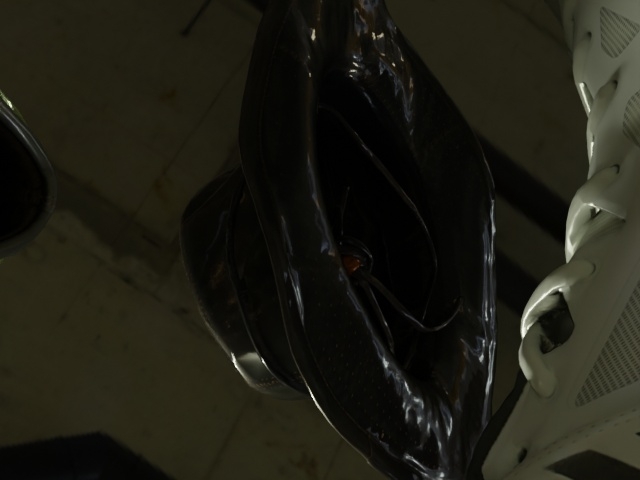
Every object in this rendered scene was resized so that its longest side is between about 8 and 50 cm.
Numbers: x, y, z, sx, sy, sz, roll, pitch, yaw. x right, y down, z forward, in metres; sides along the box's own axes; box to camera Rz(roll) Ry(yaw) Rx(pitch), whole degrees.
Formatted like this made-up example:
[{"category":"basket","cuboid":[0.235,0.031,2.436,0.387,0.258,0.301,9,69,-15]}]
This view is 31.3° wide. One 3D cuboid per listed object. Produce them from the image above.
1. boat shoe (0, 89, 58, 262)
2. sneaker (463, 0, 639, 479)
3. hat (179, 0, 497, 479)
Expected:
[{"category":"boat shoe","cuboid":[-0.183,-0.048,0.366,0.091,0.305,0.109,5,-99,12]},{"category":"sneaker","cuboid":[0.120,-0.024,0.453,0.169,0.257,0.447,44,-171,-39]},{"category":"hat","cuboid":[0.000,0.000,0.694,0.331,0.133,0.331,38,-137,-47]}]
